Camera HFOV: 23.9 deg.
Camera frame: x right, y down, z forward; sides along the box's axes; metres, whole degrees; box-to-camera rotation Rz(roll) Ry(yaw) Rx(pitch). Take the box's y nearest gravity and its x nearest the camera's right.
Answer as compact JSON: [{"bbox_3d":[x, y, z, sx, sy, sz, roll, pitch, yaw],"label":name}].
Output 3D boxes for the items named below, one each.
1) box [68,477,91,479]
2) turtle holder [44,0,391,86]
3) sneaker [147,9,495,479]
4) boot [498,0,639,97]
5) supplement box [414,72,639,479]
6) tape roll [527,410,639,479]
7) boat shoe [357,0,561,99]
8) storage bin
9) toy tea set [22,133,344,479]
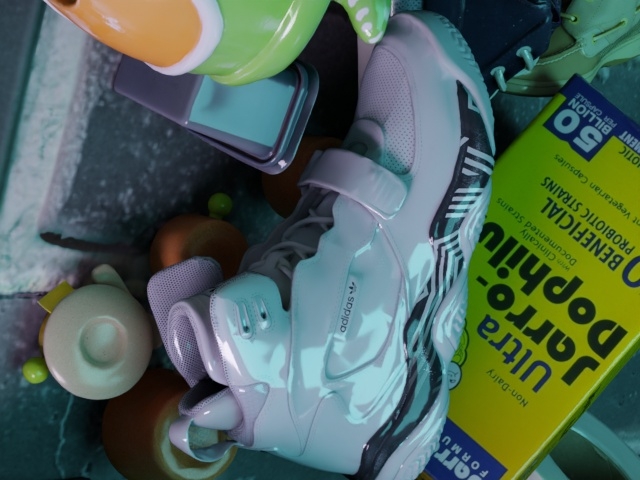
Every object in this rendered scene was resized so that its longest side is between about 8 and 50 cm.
[{"bbox_3d":[-0.210,0.419,1.106,0.212,0.293,0.395,7,105,-51],"label":"box"},{"bbox_3d":[-0.075,-0.263,0.920,0.227,0.243,0.320,11,107,-26],"label":"turtle holder"},{"bbox_3d":[0.000,0.000,1.112,0.210,0.137,0.366,7,92,-30],"label":"sneaker"},{"bbox_3d":[0.239,-0.251,1.397,0.262,0.095,0.203,-26,129,-40],"label":"boot"},{"bbox_3d":[0.180,0.065,1.351,0.356,0.194,0.195,-48,166,-9],"label":"supplement box"},{"bbox_3d":[0.223,0.285,1.531,0.246,0.246,0.169,10,124,-51],"label":"tape roll"},{"bbox_3d":[0.118,-0.138,1.248,0.127,0.158,0.340,-67,156,-52],"label":"boat shoe"},{"bbox_3d":[-0.079,-0.116,1.090,0.091,0.135,0.098,15,99,-42],"label":"storage bin"},{"bbox_3d":[-0.081,0.055,1.224,0.336,0.124,0.200,-38,106,-24],"label":"toy tea set"}]
